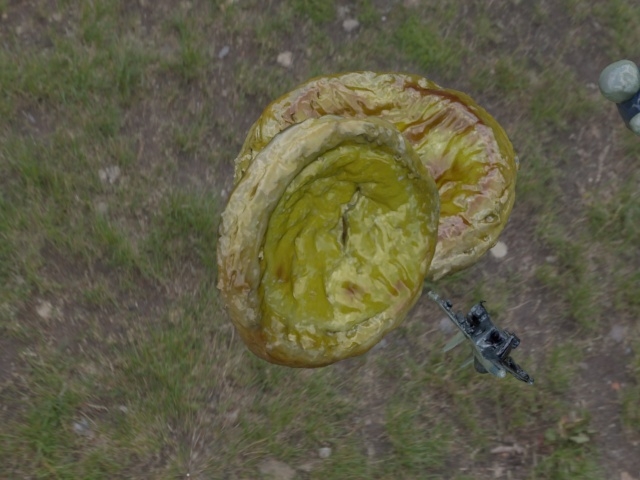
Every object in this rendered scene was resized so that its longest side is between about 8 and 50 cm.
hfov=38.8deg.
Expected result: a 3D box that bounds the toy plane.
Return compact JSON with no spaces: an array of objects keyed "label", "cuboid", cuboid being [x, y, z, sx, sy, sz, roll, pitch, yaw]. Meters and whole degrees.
[{"label":"toy plane","cuboid":[0.229,0.140,1.227,0.192,0.262,0.088,42,86,-5]}]

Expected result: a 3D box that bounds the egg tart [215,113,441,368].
[{"label":"egg tart","cuboid":[0.000,0.000,0.635,0.191,0.074,0.191,-14,115,-32]}]

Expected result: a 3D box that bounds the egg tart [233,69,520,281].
[{"label":"egg tart","cuboid":[0.054,-0.049,0.902,0.294,0.116,0.295,-2,49,3]}]

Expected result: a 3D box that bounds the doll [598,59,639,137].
[{"label":"doll","cuboid":[0.505,-0.164,1.156,0.228,0.154,0.258,-35,47,-28]}]
